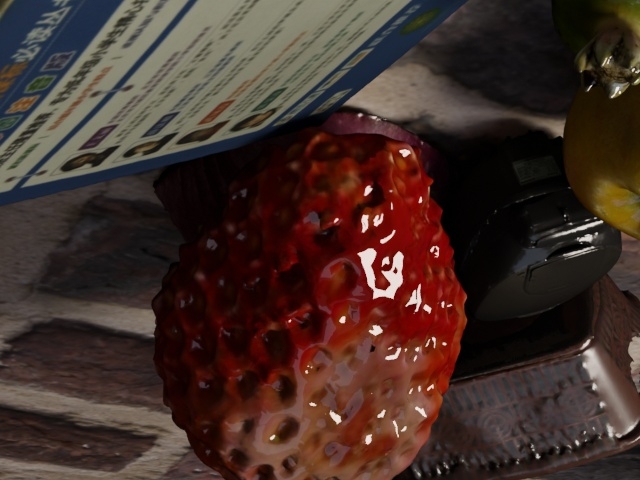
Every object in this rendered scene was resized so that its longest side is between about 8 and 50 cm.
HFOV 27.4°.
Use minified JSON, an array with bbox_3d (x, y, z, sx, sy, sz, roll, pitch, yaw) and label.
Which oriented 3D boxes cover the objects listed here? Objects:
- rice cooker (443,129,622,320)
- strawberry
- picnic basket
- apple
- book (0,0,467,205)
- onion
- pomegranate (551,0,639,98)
[{"bbox_3d":[0.178,-0.006,1.117,0.142,0.118,0.203,-14,154,-13],"label":"rice cooker"},{"bbox_3d":[0.002,0.076,1.030,0.265,0.149,0.336,1,130,-12],"label":"strawberry"},{"bbox_3d":[0.165,0.119,1.280,0.297,0.222,0.129,-17,131,21],"label":"picnic basket"},{"bbox_3d":[0.270,-0.073,0.963,0.182,0.155,0.182,29,151,18],"label":"apple"},{"bbox_3d":[-0.060,-0.117,0.777,0.428,0.039,0.300,-19,167,-47],"label":"book"},{"bbox_3d":[0.000,0.000,1.134,0.248,0.111,0.250,-18,145,27],"label":"onion"},{"bbox_3d":[0.202,-0.150,0.865,0.115,0.142,0.114,16,144,12],"label":"pomegranate"}]
